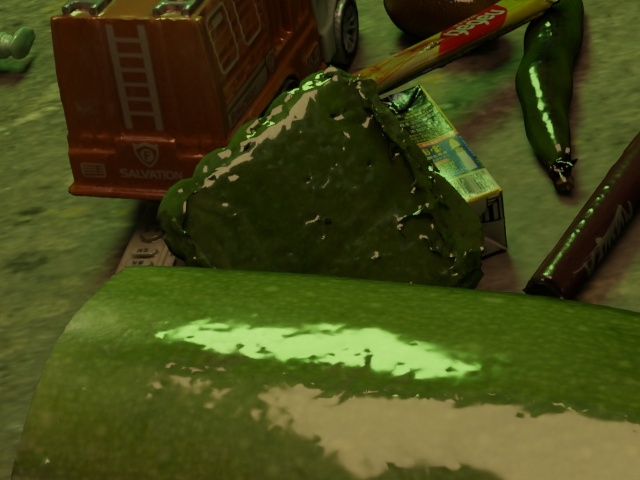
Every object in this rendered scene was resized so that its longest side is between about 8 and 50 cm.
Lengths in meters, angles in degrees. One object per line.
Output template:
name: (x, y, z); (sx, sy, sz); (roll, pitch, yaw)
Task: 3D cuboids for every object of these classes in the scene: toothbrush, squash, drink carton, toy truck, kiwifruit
toothbrush: (0.275, -0.069, 1.107); (0.041, 0.041, 0.364); (20, 53, 31)
squash: (0.053, 0.154, 0.767); (0.384, 0.263, 0.263); (4, 46, 18)
drink carton: (0.103, -0.059, 1.117); (0.056, 0.071, 0.165); (-18, 44, -10)
toy truck: (-0.091, -0.201, 1.180); (0.173, 0.207, 0.387); (4, 34, 17)
kiwifruit: (0.123, -0.232, 1.293); (0.124, 0.075, 0.075); (11, 48, 28)

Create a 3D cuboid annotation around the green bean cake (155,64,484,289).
green bean cake: (0.000, 0.000, 0.979); (0.200, 0.113, 0.214); (-40, 88, -10)

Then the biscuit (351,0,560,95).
biscuit: (0.106, -0.174, 1.191); (0.292, 0.026, 0.048); (-29, 29, -28)

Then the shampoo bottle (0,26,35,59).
shampoo bottle: (-0.411, -0.214, 1.414); (0.204, 0.065, 0.065); (3, 46, 17)

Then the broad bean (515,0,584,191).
broad bean: (0.212, -0.155, 1.212); (0.060, 0.043, 0.297); (8, 47, 5)

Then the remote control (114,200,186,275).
remote control: (-0.127, 0.042, 1.084); (0.090, 0.049, 0.230); (2, 44, 14)
